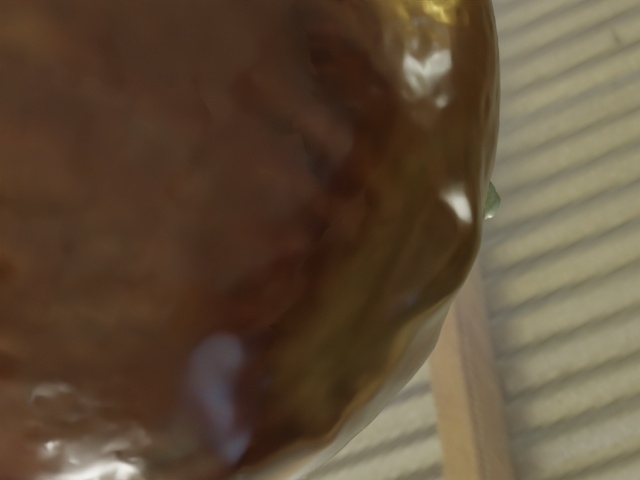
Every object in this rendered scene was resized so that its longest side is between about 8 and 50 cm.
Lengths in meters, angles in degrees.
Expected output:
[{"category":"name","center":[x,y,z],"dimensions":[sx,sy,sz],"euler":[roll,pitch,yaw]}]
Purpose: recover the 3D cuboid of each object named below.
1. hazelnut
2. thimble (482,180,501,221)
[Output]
[{"category":"hazelnut","center":[-0.110,-0.046,0.841],"dimensions":[0.420,0.353,0.421],"euler":[-3,-115,6]},{"category":"thimble","center":[0.000,0.000,1.115],"dimensions":[0.211,0.149,0.185],"euler":[-44,-171,10]}]
